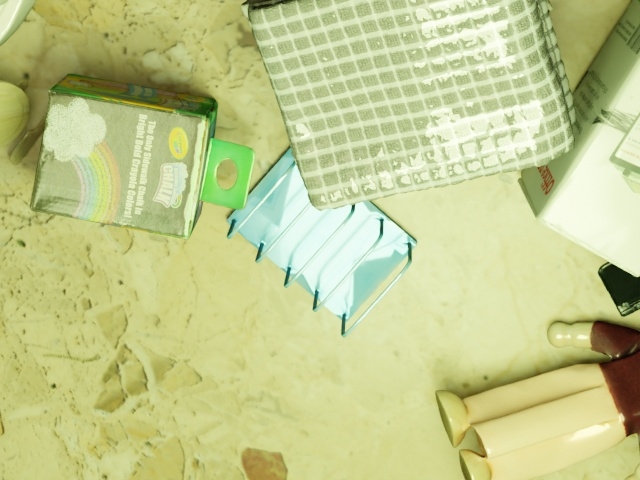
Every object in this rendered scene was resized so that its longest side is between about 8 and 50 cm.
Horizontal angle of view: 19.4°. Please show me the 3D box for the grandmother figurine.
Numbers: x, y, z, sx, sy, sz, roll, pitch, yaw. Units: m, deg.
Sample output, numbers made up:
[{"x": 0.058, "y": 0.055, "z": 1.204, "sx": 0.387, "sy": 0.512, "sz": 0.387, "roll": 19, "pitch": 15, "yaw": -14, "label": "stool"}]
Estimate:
[{"x": 0.306, "y": 0.171, "z": 1.957, "sx": 0.342, "sy": 0.104, "sz": 0.208, "roll": -20, "pitch": 79, "yaw": -4, "label": "grandmother figurine"}]

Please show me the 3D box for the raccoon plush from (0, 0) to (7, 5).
[{"x": -0.108, "y": -0.322, "z": 1.833, "sx": 0.446, "sy": 0.216, "sz": 0.299, "roll": -35, "pitch": 121, "yaw": 23, "label": "raccoon plush"}]

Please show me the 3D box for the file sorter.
[{"x": 0.000, "y": 0.000, "z": 1.947, "sx": 0.170, "sy": 0.104, "sz": 0.118, "roll": 41, "pitch": 101, "yaw": -7, "label": "file sorter"}]

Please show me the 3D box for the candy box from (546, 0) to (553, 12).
[{"x": 0.098, "y": -0.220, "z": 1.910, "sx": 0.233, "sy": 0.071, "sz": 0.159, "roll": -41, "pitch": 99, "yaw": 11, "label": "candy box"}]

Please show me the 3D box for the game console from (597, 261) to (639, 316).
[{"x": 0.350, "y": 0.020, "z": 1.938, "sx": 0.122, "sy": 0.107, "sz": 0.071, "roll": -27, "pitch": 100, "yaw": 8, "label": "game console"}]

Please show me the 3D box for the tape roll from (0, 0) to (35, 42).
[{"x": -0.426, "y": -0.300, "z": 1.896, "sx": 0.286, "sy": 0.100, "sz": 0.286, "roll": 0, "pitch": 104, "yaw": 1, "label": "tape roll"}]

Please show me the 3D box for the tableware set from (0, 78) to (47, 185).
[{"x": -0.381, "y": -0.095, "z": 1.956, "sx": 0.128, "sy": 0.039, "sz": 0.194, "roll": 24, "pitch": 111, "yaw": -48, "label": "tableware set"}]

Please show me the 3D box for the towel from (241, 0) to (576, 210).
[{"x": 0.083, "y": -0.163, "z": 1.781, "sx": 0.284, "sy": 0.121, "sz": 0.235, "roll": -13, "pitch": 121, "yaw": 16, "label": "towel"}]

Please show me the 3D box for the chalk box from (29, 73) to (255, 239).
[{"x": -0.175, "y": -0.084, "z": 1.922, "sx": 0.213, "sy": 0.132, "sz": 0.132, "roll": 11, "pitch": 102, "yaw": -1, "label": "chalk box"}]

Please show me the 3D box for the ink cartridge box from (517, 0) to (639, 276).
[{"x": 0.328, "y": -0.133, "z": 1.852, "sx": 0.121, "sy": 0.211, "sz": 0.289, "roll": 30, "pitch": 103, "yaw": -6, "label": "ink cartridge box"}]
